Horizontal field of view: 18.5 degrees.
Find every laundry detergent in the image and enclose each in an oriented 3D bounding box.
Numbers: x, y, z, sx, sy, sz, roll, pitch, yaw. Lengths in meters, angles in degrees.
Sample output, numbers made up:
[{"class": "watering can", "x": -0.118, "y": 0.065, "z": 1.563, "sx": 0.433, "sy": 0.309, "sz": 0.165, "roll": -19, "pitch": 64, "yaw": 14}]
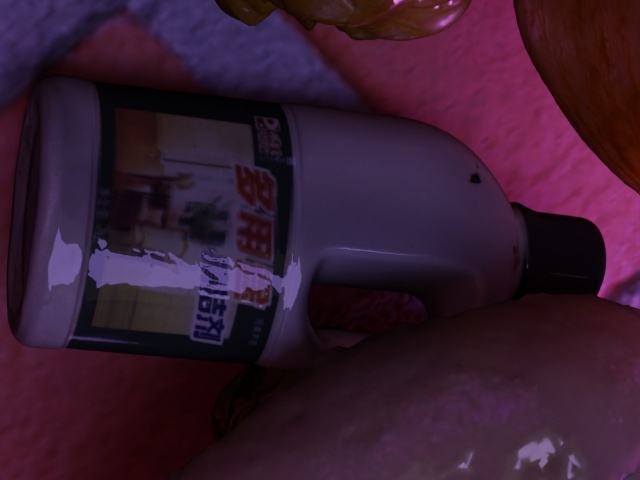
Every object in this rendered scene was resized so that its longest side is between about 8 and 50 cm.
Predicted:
[{"class": "laundry detergent", "x": 0.000, "y": 0.000, "z": 0.731, "sx": 0.226, "sy": 0.070, "sz": 0.099, "roll": 7, "pitch": 74, "yaw": -19}]

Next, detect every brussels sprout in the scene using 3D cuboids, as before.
[{"class": "brussels sprout", "x": -0.006, "y": 0.065, "z": 0.778, "sx": 0.085, "sy": 0.058, "sz": 0.085, "roll": -20, "pitch": 150, "yaw": -12}]

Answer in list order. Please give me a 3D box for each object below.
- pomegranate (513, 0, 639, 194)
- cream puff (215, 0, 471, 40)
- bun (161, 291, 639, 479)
[{"class": "pomegranate", "x": 0.186, "y": -0.094, "z": 0.648, "sx": 0.248, "sy": 0.248, "sz": 0.248, "roll": -6, "pitch": 118, "yaw": -12}, {"class": "cream puff", "x": -0.011, "y": -0.126, "z": 0.640, "sx": 0.116, "sy": 0.146, "sz": 0.146, "roll": -18, "pitch": 121, "yaw": 14}, {"class": "bun", "x": 0.050, "y": 0.153, "z": 0.744, "sx": 0.287, "sy": 0.146, "sz": 0.287, "roll": -17, "pitch": 145, "yaw": -12}]
